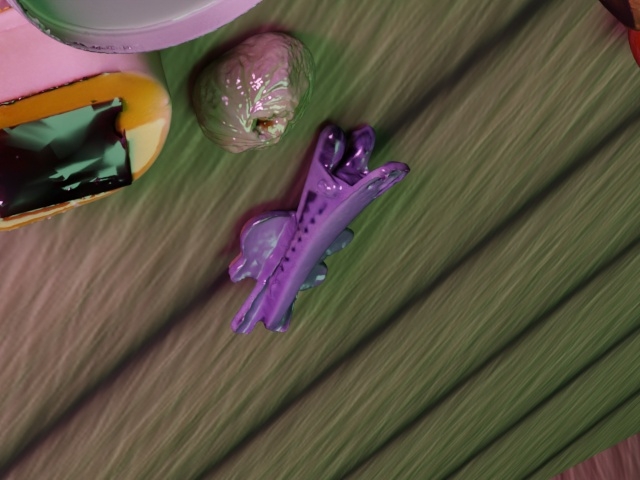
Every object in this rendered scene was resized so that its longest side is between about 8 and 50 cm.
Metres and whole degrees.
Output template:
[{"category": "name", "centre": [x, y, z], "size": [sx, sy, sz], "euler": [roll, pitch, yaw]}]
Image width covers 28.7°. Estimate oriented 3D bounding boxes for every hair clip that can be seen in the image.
[{"category": "hair clip", "centre": [-0.005, -0.013, 1.265], "size": [0.137, 0.090, 0.278], "euler": [-3, 144, -43]}]

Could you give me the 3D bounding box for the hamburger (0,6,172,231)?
[{"category": "hamburger", "centre": [-0.207, -0.090, 0.890], "size": [0.210, 0.116, 0.173], "euler": [-22, 142, -14]}]

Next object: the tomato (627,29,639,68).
[{"category": "tomato", "centre": [0.430, -0.221, 1.288], "size": [0.208, 0.184, 0.208], "euler": [-26, 150, -16]}]

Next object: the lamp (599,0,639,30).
[{"category": "lamp", "centre": [0.326, -0.282, 1.116], "size": [0.185, 0.161, 0.161], "euler": [-36, 153, 4]}]

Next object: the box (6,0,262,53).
[{"category": "box", "centre": [-0.109, -0.236, 0.714], "size": [0.226, 0.149, 0.226], "euler": [-27, 153, -15]}]

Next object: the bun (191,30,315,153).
[{"category": "bun", "centre": [-0.049, -0.119, 1.052], "size": [0.115, 0.069, 0.115], "euler": [-28, 153, -15]}]
